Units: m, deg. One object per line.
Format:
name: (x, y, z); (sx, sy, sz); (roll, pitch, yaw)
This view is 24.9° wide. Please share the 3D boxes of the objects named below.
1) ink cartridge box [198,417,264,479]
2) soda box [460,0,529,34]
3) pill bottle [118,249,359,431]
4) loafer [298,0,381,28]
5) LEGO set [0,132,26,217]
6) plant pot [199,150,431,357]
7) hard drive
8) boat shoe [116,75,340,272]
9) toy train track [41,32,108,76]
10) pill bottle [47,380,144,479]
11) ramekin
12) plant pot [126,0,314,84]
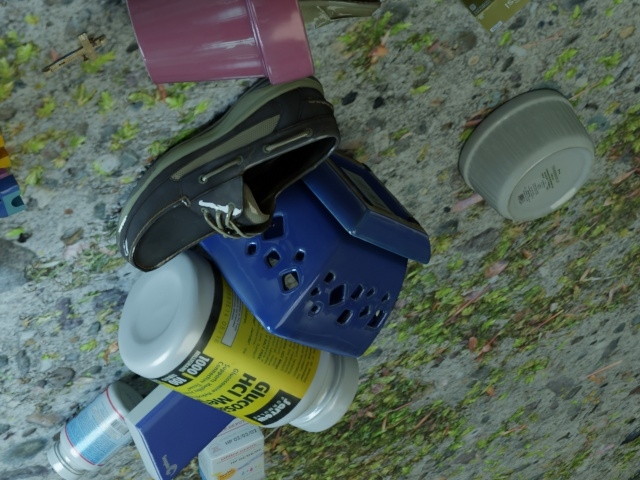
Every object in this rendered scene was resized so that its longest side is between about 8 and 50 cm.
ink cartridge box: (-0.156, 0.366, 2.534); (0.104, 0.062, 0.181); (-23, 147, -18)
soda box: (0.269, -0.363, 1.931); (0.181, 0.061, 0.058); (-40, 148, 11)
pill bottle: (-0.109, 0.157, 2.089); (0.334, 0.188, 0.188); (28, 115, -35)
loafer: (0.004, -0.293, 1.797); (0.148, 0.056, 0.050); (-1, 138, -27)
LEGO set: (-0.408, -0.086, 1.667); (0.093, 0.087, 0.227); (-25, 146, -15)
plant pot: (0.000, 0.000, 2.025); (0.212, 0.236, 0.236); (-49, 145, 13)
hard drive: (-0.159, 0.224, 2.269); (0.318, 0.040, 0.210); (-43, 152, -20)
boat shoe: (-0.122, -0.072, 1.903); (0.355, 0.130, 0.132); (-42, 147, 14)
toy train track: (-0.282, -0.211, 1.680); (0.083, 0.014, 0.048); (-30, 148, -5)
pill bottle: (-0.344, 0.298, 2.246); (0.160, 0.087, 0.087); (-41, 148, 12)
ramekin: (0.331, -0.124, 2.267); (0.207, 0.109, 0.207); (-24, 148, -16)
plant pot: (-0.116, -0.258, 1.616); (0.180, 0.201, 0.201); (-16, 147, 1)
